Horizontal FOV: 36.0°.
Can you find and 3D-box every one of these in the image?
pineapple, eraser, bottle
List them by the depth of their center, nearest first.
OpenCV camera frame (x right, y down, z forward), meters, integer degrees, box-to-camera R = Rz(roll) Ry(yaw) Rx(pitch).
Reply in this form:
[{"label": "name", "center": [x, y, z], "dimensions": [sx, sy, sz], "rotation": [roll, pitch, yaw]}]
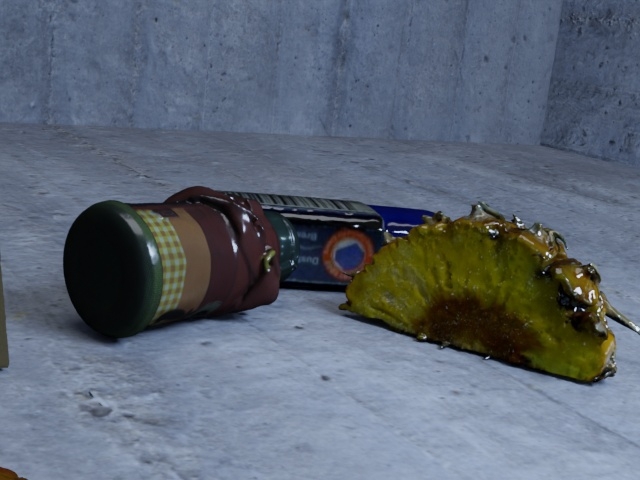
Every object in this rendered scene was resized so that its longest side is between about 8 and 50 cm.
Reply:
[{"label": "bottle", "center": [-0.122, 0.017, 1.033], "dimensions": [0.271, 0.143, 0.156], "rotation": [-8, 53, -52]}, {"label": "pineapple", "center": [0.204, 0.038, 1.069], "dimensions": [0.334, 0.161, 0.158], "rotation": [13, 12, 36]}, {"label": "eraser", "center": [0.000, 0.000, 1.259], "dimensions": [0.332, 0.102, 0.155], "rotation": [5, 11, -12]}]

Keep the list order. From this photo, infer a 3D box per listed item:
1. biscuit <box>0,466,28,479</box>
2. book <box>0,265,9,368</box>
[{"label": "biscuit", "center": [-0.272, 0.171, 0.503], "dimensions": [0.305, 0.038, 0.305], "rotation": [6, 13, -1]}, {"label": "book", "center": [-0.346, 0.027, 0.700], "dimensions": [0.021, 0.217, 0.310], "rotation": [2, 10, 26]}]
